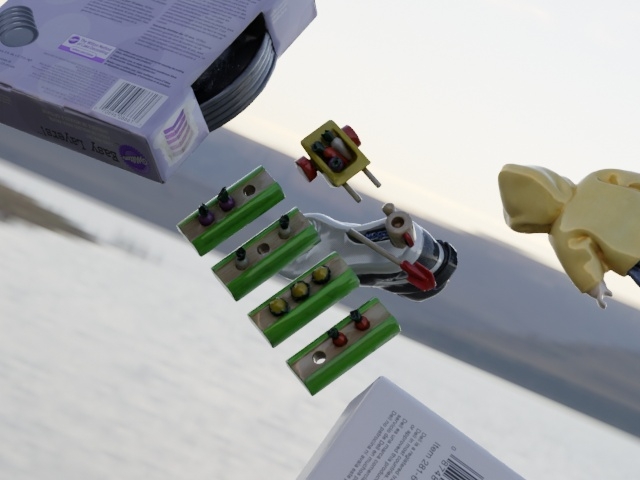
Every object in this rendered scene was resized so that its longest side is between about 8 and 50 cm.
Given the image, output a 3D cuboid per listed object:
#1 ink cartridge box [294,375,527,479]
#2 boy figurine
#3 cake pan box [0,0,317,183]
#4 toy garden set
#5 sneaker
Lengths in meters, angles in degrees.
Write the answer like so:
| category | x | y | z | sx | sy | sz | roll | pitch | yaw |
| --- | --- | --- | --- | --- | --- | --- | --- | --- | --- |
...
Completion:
| category | x | y | z | sx | sy | sz | roll | pitch | yaw |
| --- | --- | --- | --- | --- | --- | --- | --- | --- | --- |
| ink cartridge box | 0.089 | 0.262 | 1.193 | 0.278 | 0.201 | 0.117 | 36 | -17 | 1 |
| boy figurine | 0.327 | -0.004 | 1.910 | 0.285 | 0.177 | 0.092 | 21 | -27 | 11 |
| cake pan box | -0.169 | -0.184 | 1.534 | 0.267 | 0.245 | 0.070 | 19 | -33 | 30 |
| toy garden set | 0.000 | 0.000 | 1.658 | 0.244 | 0.204 | 0.049 | 49 | -11 | 31 |
| sneaker | 0.049 | 0.028 | 1.811 | 0.217 | 0.079 | 0.121 | 1 | -22 | 43 |
